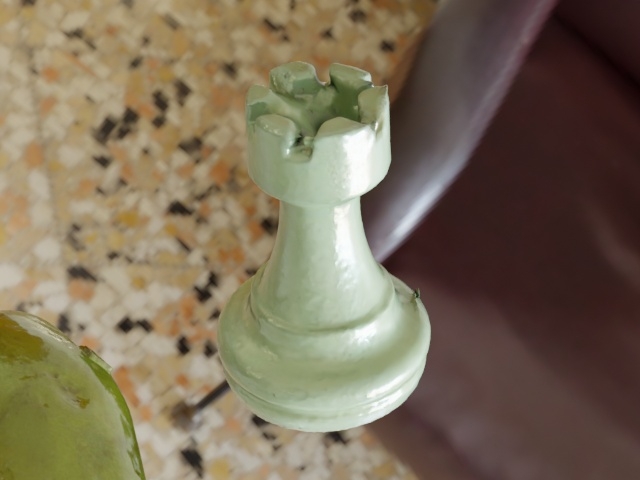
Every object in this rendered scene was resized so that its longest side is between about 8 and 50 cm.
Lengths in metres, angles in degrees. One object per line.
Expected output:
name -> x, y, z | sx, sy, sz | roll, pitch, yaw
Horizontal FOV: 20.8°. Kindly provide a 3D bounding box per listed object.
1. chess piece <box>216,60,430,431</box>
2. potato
chess piece -> 0.000, 0.000, 1.513 | 0.195, 0.299, 0.194 | -1, 38, 1
potato -> -0.192, 0.159, 1.122 | 0.149, 0.186, 0.253 | -3, 44, -27
